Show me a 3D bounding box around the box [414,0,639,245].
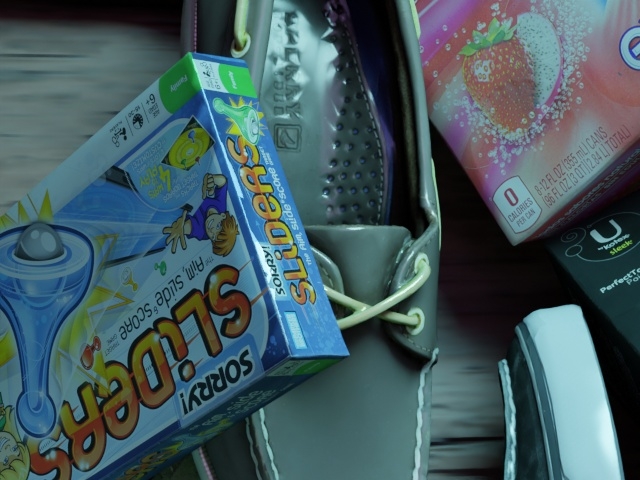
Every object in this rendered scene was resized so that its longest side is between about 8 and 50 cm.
[{"bbox_3d":[0.180,-0.149,0.715,0.142,0.300,0.154,-11,64,-50],"label":"box"}]

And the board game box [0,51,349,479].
[{"bbox_3d":[-0.086,0.031,0.674,0.035,0.201,0.136,3,60,-47],"label":"board game box"}]

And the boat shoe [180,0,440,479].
[{"bbox_3d":[0.000,0.000,0.693,0.116,0.096,0.324,0,78,-21],"label":"boat shoe"}]

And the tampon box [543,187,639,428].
[{"bbox_3d":[0.194,0.043,0.692,0.120,0.101,0.161,-29,29,0],"label":"tampon box"}]

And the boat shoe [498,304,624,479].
[{"bbox_3d":[0.084,0.180,0.677,0.104,0.113,0.306,-4,79,8],"label":"boat shoe"}]

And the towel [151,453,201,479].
[{"bbox_3d":[-0.034,0.163,0.709,0.110,0.027,0.148,12,64,-4],"label":"towel"}]
